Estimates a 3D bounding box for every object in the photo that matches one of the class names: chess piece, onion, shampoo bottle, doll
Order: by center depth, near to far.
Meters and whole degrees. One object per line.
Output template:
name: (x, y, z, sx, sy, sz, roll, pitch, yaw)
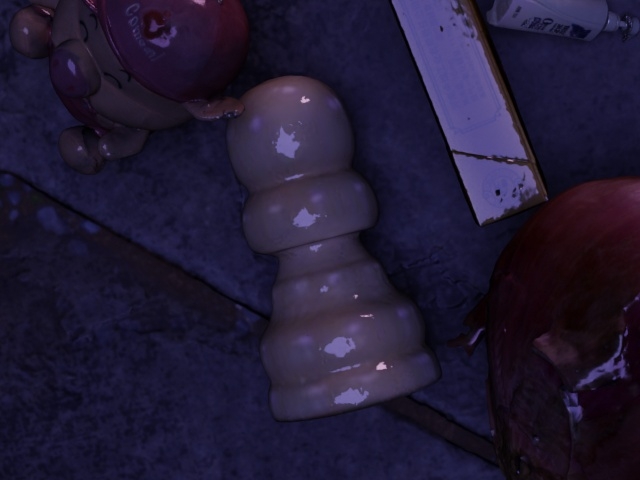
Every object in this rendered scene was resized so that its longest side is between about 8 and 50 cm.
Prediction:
onion: (0.264, 0.113, 1.007, 0.354, 0.353, 0.353, 1, 98, 9)
doll: (-0.169, -0.165, 1.076, 0.196, 0.256, 0.152, 38, 64, -19)
shampoo bottle: (0.218, -0.199, 1.099, 0.141, 0.034, 0.049, 6, 130, -19)
chess piece: (0.000, 0.000, 1.132, 0.167, 0.167, 0.299, -14, 88, 10)

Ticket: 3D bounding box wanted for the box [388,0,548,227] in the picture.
box: (0.125, -0.138, 1.083, 0.071, 0.159, 0.240, -22, 92, 9)
